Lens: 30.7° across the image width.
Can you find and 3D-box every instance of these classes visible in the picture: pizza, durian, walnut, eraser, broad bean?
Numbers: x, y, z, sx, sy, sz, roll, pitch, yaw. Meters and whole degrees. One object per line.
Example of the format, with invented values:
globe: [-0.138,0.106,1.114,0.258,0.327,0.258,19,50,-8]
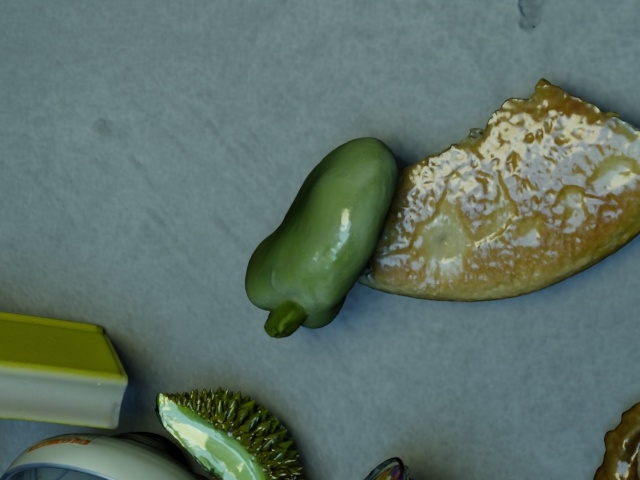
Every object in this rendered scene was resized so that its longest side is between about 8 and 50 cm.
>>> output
pizza: [0.190,-0.041,1.115,0.365,0.074,0.182,-28,95,20]
durian: [-0.074,0.229,1.238,0.095,0.137,0.221,-42,79,-12]
walnut: [0.328,0.246,1.122,0.143,0.069,0.170,27,104,48]
eraser: [-0.320,0.128,1.205,0.226,0.158,0.069,11,102,-24]
broad bean: [0.000,0.000,1.132,0.100,0.169,0.228,19,109,-13]

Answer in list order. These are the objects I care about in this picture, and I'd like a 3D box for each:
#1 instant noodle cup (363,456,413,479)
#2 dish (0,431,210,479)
instant noodle cup: [0.102,0.419,1.119,0.266,0.340,0.340,31,108,-1]
dish: [-0.196,0.275,1.265,0.273,0.134,0.273,15,139,13]
